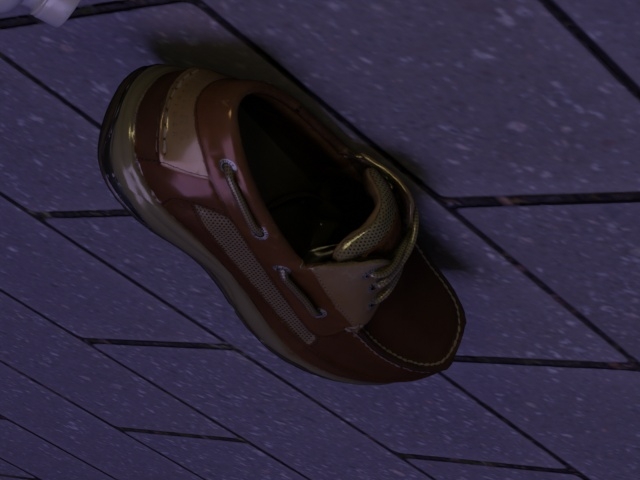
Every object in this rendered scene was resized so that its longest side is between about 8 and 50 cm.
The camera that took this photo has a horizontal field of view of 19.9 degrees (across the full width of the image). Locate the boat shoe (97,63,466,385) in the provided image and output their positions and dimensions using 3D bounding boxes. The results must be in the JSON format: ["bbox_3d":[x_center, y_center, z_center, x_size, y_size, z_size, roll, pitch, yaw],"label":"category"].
[{"bbox_3d":[0.000,0.000,1.166,0.120,0.122,0.324,-3,151,41],"label":"boat shoe"}]

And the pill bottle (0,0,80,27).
[{"bbox_3d":[-0.183,-0.164,0.983,0.120,0.067,0.067,28,159,-21],"label":"pill bottle"}]
